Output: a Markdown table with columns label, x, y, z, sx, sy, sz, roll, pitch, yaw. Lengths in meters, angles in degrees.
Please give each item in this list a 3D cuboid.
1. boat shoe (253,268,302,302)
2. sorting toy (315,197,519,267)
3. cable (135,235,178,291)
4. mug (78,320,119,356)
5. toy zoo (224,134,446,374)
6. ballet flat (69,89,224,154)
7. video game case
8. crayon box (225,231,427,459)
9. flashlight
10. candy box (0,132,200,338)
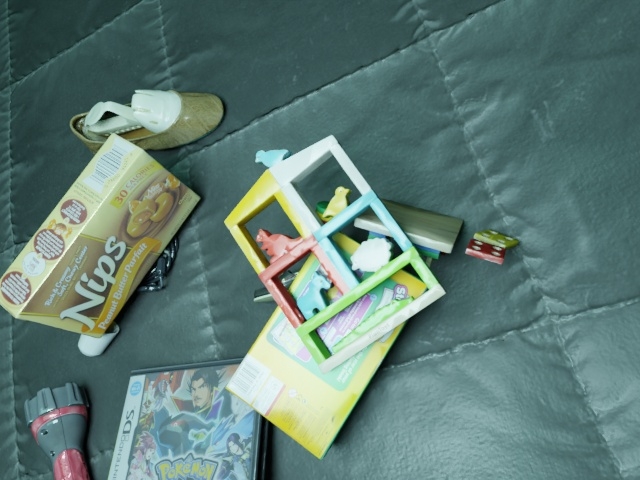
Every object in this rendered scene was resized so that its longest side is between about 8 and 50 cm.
| label | x | y | z | sx | sy | sz | roll | pitch | yaw |
| --- | --- | --- | --- | --- | --- | --- | --- | --- | --- |
| boat shoe | -0.048 | 0.070 | 0.791 | 0.133 | 0.049 | 0.042 | -19 | 73 | 11 |
| sorting toy | 0.134 | -0.008 | 0.690 | 0.275 | 0.132 | 0.046 | 16 | 112 | 16 |
| cable | -0.365 | 0.027 | 0.944 | 0.185 | 0.047 | 0.150 | -3 | 74 | 24 |
| mug | -0.427 | 0.183 | 0.930 | 0.062 | 0.078 | 0.064 | 30 | 99 | -5 |
| toy zoo | 0.000 | 0.000 | 0.640 | 0.192 | 0.030 | 0.293 | -38 | 79 | 13 |
| ballet flat | -0.366 | -0.246 | 0.977 | 0.342 | 0.124 | 0.116 | -3 | 75 | 23 |
| video game case | -0.210 | 0.318 | 0.766 | 0.275 | 0.035 | 0.248 | -11 | 56 | 20 |
| crayon box | 0.014 | 0.139 | 0.698 | 0.165 | 0.081 | 0.278 | 32 | 86 | 15 |
| flashlight | -0.428 | 0.404 | 0.837 | 0.103 | 0.103 | 0.304 | -34 | 64 | 9 |
| candy box | -0.366 | 0.000 | 0.829 | 0.088 | 0.183 | 0.316 | 30 | 81 | 26 |
